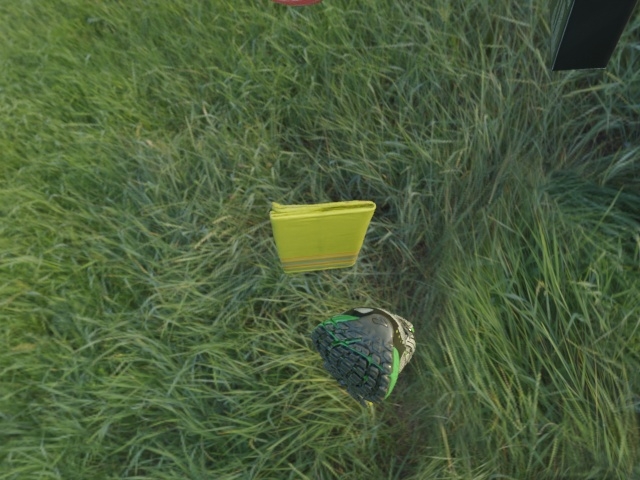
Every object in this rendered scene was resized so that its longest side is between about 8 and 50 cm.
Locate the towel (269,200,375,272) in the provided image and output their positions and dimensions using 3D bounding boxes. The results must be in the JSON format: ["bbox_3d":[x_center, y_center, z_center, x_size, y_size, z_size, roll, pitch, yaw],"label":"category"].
[{"bbox_3d":[0.000,0.000,0.547,0.102,0.237,0.021,-6,74,-3],"label":"towel"}]

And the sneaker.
[{"bbox_3d":[0.078,0.156,0.729,0.134,0.344,0.146,41,75,15],"label":"sneaker"}]

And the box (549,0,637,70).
[{"bbox_3d":[0.462,-0.446,0.787,0.103,0.261,0.185,1,70,14],"label":"box"}]

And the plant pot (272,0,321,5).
[{"bbox_3d":[-0.038,-0.294,0.321,0.191,0.191,0.174,26,89,35],"label":"plant pot"}]
